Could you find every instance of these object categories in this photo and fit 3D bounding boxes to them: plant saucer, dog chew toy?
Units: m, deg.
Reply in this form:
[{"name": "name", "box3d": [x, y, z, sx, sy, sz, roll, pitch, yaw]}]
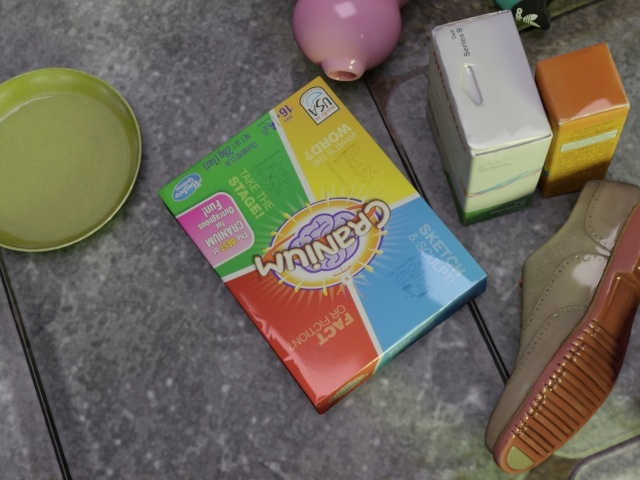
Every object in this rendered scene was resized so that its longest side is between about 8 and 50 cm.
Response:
[{"name": "plant saucer", "box3d": [-0.333, -0.096, 1.339, 0.241, 0.037, 0.241, -2, 72, 6]}, {"name": "dog chew toy", "box3d": [0.039, -0.355, 1.305, 0.206, 0.206, 0.332, 3, 80, 7]}]

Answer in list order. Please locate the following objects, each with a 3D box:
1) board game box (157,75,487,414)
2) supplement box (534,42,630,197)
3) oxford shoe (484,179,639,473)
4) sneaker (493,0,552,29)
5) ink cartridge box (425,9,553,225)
[{"name": "board game box", "box3d": [0.000, 0.000, 1.257, 0.242, 0.064, 0.316, -37, 72, -6]}, {"name": "supplement box", "box3d": [0.272, -0.122, 1.179, 0.080, 0.233, 0.078, -17, 71, 4]}, {"name": "oxford shoe", "box3d": [0.265, 0.089, 1.194, 0.130, 0.123, 0.348, 25, 76, 40]}, {"name": "sneaker", "box3d": [0.335, -0.376, 1.329, 0.302, 0.108, 0.121, -43, 73, 0]}, {"name": "ink cartridge box", "box3d": [0.180, -0.129, 1.202, 0.093, 0.212, 0.154, -15, 71, 1]}]
